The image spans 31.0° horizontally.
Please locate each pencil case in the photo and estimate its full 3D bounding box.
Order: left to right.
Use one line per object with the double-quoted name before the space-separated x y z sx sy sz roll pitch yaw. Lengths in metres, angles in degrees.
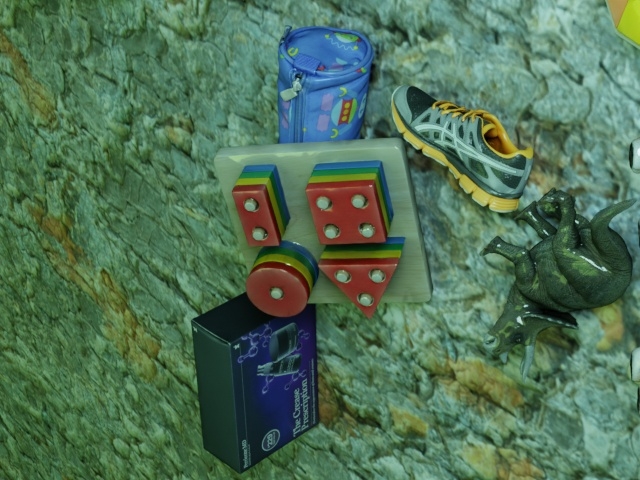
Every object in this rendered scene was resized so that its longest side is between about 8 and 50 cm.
"pencil case" -0.008 -0.142 1.567 0.119 0.133 0.306 30 134 25

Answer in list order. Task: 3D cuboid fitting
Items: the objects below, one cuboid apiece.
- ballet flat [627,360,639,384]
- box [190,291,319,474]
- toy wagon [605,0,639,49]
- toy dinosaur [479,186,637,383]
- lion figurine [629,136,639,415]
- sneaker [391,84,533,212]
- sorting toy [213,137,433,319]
"ballet flat" 0.400 0.130 1.278 0.173 0.049 0.057 -31 84 55
"box" -0.101 0.216 1.863 0.103 0.184 0.261 29 132 41
"toy wagon" 0.372 -0.308 1.027 0.267 0.068 0.344 42 140 28
"toy dinosaur" 0.291 0.025 1.327 0.160 0.121 0.313 49 139 1
"lion figurine" 0.425 0.052 1.111 0.240 0.142 0.392 -2 105 10
"sneaker" 0.175 -0.128 1.396 0.215 0.084 0.083 43 127 22
"sorting toy" 0.000 0.000 1.536 0.257 0.089 0.255 -2 127 18
